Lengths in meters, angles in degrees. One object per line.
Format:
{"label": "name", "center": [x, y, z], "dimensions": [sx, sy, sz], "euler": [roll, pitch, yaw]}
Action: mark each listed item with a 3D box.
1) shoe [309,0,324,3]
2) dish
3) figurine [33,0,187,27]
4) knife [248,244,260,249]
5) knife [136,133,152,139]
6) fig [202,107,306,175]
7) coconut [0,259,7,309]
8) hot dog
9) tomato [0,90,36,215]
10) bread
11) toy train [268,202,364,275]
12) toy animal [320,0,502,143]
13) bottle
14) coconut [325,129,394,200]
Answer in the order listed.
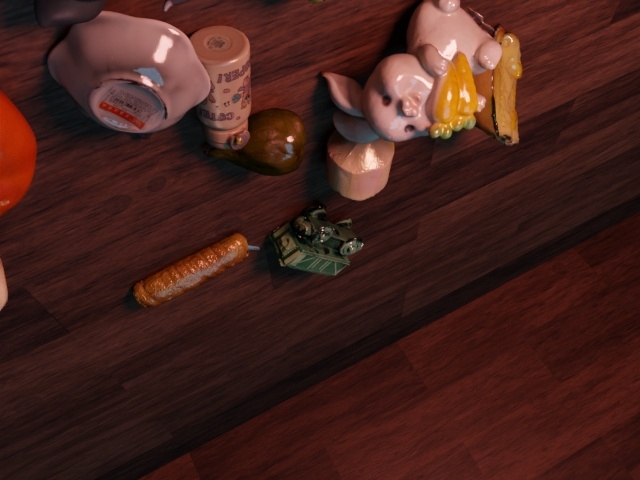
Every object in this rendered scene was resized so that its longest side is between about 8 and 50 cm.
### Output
{"label": "shoe", "center": [-0.026, -0.434, 0.805], "dimensions": [0.128, 0.139, 0.262], "euler": [-29, 158, 14]}
{"label": "dish", "center": [-0.276, -0.216, 0.865], "dimensions": [0.230, 0.081, 0.229], "euler": [-5, 149, -3]}
{"label": "figurine", "center": [-0.233, -0.346, 0.728], "dimensions": [0.266, 0.140, 0.193], "euler": [6, 156, -18]}
{"label": "knife", "center": [-0.181, 0.017, 1.474], "dimensions": [0.091, 0.005, 0.014], "euler": [8, 131, -51]}
{"label": "knife", "center": [-0.313, -0.207, 0.984], "dimensions": [0.031, 0.018, 0.121], "euler": [-35, 150, 1]}
{"label": "fig", "center": [-0.117, -0.195, 1.125], "dimensions": [0.133, 0.185, 0.126], "euler": [128, -22, -87]}
{"label": "coconut", "center": [-0.616, 0.069, 0.969], "dimensions": [0.183, 0.170, 0.170], "euler": [-13, 146, -36]}
{"label": "hot dog", "center": [-0.296, 0.074, 1.389], "dimensions": [0.289, 0.068, 0.083], "euler": [-28, 144, -6]}
{"label": "tomato", "center": [-0.506, -0.122, 0.757], "dimensions": [0.260, 0.180, 0.259], "euler": [-26, 149, -17]}
{"label": "bread", "center": [0.368, -0.340, 1.339], "dimensions": [0.133, 0.251, 0.174], "euler": [2, 179, 41]}
{"label": "toy train", "center": [0.000, 0.000, 1.525], "dimensions": [0.154, 0.115, 0.270], "euler": [-36, 153, 24]}
{"label": "toy animal", "center": [0.171, -0.302, 1.109], "dimensions": [0.310, 0.247, 0.183], "euler": [-50, 133, 1]}
{"label": "bottle", "center": [-0.159, -0.238, 0.991], "dimensions": [0.097, 0.110, 0.209], "euler": [-33, 153, -24]}
{"label": "coconut", "center": [0.083, -0.179, 1.289], "dimensions": [0.147, 0.147, 0.152], "euler": [-22, 148, -19]}
